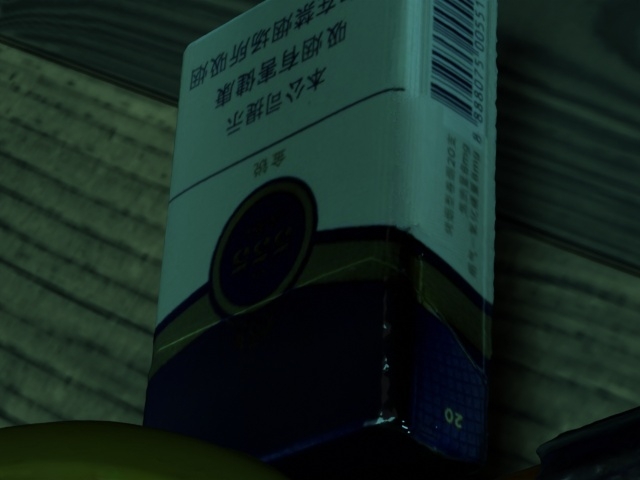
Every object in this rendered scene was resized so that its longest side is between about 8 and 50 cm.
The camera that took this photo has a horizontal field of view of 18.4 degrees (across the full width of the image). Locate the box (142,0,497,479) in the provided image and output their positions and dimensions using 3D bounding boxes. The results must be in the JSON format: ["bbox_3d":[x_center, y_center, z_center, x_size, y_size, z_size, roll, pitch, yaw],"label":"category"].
[{"bbox_3d":[0.000,0.000,0.893,0.168,0.071,0.259,-25,48,39],"label":"box"}]

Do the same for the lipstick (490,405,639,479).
[{"bbox_3d":[0.177,0.077,0.742,0.300,0.081,0.081,-23,52,28],"label":"lipstick"}]

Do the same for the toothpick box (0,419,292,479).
[{"bbox_3d":[-0.101,0.259,0.591,0.425,0.409,0.409,-37,46,-13],"label":"toothpick box"}]
